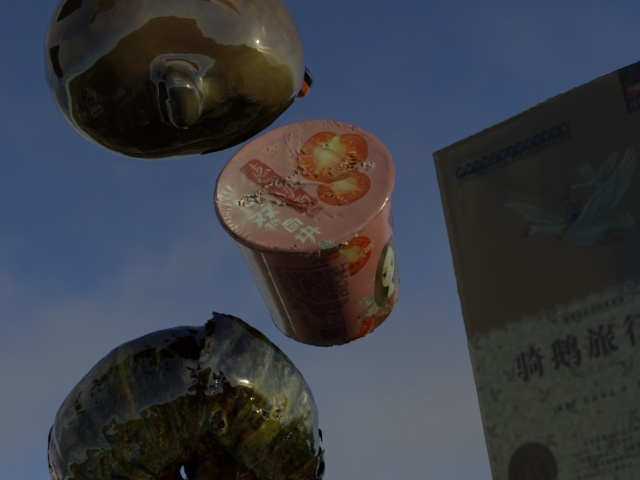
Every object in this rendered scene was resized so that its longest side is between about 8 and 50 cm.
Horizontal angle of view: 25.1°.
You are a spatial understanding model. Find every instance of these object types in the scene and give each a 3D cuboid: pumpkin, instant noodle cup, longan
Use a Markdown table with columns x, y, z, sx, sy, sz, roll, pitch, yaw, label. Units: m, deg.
| x | y | z | sx | sy | sz | roll | pitch | yaw | label |
| --- | --- | --- | --- | --- | --- | --- | --- | --- | --- |
| -0.146 | 0.241 | 1.618 | 0.320 | 0.192 | 0.321 | -7 | -60 | -13 | pumpkin |
| 0.000 | 0.000 | 1.937 | 0.242 | 0.243 | 0.231 | -17 | -44 | 0 | instant noodle cup |
| -0.164 | -0.209 | 1.625 | 0.300 | 0.300 | 0.243 | -14 | -64 | -8 | longan |

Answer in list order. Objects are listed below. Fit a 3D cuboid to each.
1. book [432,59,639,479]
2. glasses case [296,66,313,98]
| x | y | z | sx | sy | sz | roll | pitch | yaw | label |
| --- | --- | --- | --- | --- | --- | --- | --- | --- | --- |
| 0.194 | 0.041 | 1.020 | 0.216 | 0.311 | 0.021 | -23 | -24 | 34 | book |
| -0.108 | -0.270 | 2.178 | 0.103 | 0.067 | 0.266 | 43 | -13 | -36 | glasses case |
